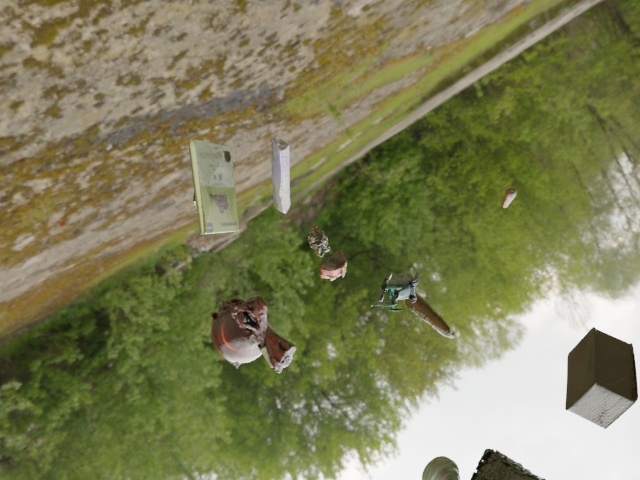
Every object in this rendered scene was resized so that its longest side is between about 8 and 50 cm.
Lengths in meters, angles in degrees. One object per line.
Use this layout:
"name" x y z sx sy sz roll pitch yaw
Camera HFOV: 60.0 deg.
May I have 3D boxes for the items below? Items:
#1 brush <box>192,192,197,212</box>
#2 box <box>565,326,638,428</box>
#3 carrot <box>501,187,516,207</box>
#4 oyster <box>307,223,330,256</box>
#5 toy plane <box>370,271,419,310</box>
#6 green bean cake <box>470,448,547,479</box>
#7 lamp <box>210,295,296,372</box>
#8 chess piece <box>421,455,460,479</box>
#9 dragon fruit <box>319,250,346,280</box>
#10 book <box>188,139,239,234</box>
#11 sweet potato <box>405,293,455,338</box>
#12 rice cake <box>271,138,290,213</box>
"brush" -0.526 -0.141 2.438 0.020 0.085 0.336 3 162 -4
"box" 0.924 0.447 1.834 0.273 0.143 0.184 -56 169 -49
"carrot" 0.559 -0.127 1.651 0.032 0.032 0.093 -29 157 -8
"oyster" -0.006 -0.006 2.506 0.103 0.148 0.051 -30 173 -36
"toy plane" 0.188 0.120 1.357 0.096 0.060 0.235 5 -166 14
"green bean cake" 0.626 0.864 1.872 0.241 0.132 0.255 -59 -156 -9
"lamp" -0.180 0.238 1.360 0.151 0.215 0.223 -38 -176 -18
"chess piece" 0.466 0.838 1.831 0.139 0.139 0.272 -29 -158 -19
"dragon fruit" 0.042 0.075 1.489 0.083 0.060 0.056 -41 142 -38
"book" -0.399 -0.204 2.129 0.035 0.352 0.239 -7 -179 26
"sweet potato" 0.462 0.316 2.359 0.075 0.273 0.075 -35 150 -24
"rice cake" -0.171 -0.279 2.436 0.064 0.070 0.399 -34 146 -29
